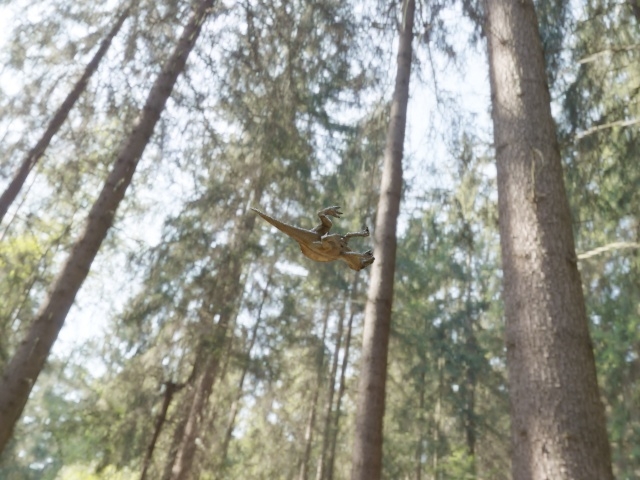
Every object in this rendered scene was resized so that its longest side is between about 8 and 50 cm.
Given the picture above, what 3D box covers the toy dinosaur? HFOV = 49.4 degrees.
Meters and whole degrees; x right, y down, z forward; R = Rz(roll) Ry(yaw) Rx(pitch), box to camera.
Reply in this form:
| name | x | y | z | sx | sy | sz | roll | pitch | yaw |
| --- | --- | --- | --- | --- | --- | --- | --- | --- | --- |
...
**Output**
| name | x | y | z | sx | sy | sz | roll | pitch | yaw |
| --- | --- | --- | --- | --- | --- | --- | --- | --- | --- |
| toy dinosaur | 0.000 | 0.000 | 0.882 | 0.183 | 0.053 | 0.092 | 26 | -36 | -18 |
